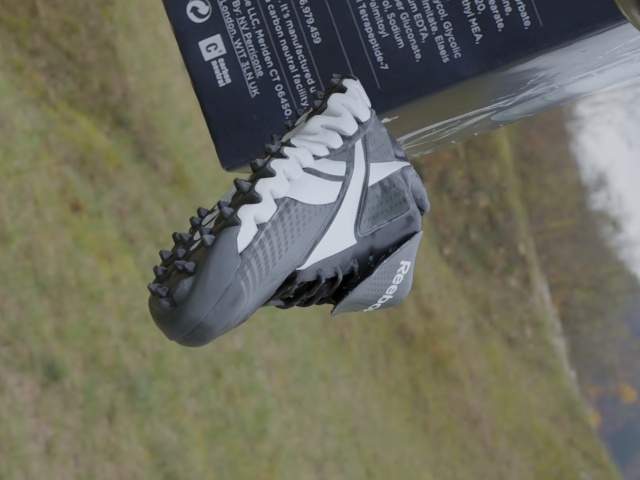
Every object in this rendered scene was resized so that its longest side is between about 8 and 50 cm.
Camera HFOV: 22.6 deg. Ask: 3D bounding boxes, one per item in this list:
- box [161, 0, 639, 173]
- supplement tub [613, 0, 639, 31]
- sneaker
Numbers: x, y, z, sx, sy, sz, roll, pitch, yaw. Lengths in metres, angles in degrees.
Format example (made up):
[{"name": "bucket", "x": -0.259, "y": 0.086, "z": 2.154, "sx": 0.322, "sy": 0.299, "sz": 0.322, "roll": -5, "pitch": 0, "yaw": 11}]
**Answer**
[{"name": "box", "x": 0.136, "y": -0.269, "z": 1.561, "sx": 0.480, "sy": 0.472, "sz": 0.297, "roll": -4, "pitch": 73, "yaw": -75}, {"name": "supplement tub", "x": 0.207, "y": -0.233, "z": 0.822, "sx": 0.207, "sy": 0.207, "sz": 0.338, "roll": 67, "pitch": 2, "yaw": -52}, {"name": "sneaker", "x": 0.000, "y": 0.000, "z": 0.785, "sx": 0.106, "sy": 0.078, "sz": 0.234, "roll": 46, "pitch": 32, "yaw": -5}]
